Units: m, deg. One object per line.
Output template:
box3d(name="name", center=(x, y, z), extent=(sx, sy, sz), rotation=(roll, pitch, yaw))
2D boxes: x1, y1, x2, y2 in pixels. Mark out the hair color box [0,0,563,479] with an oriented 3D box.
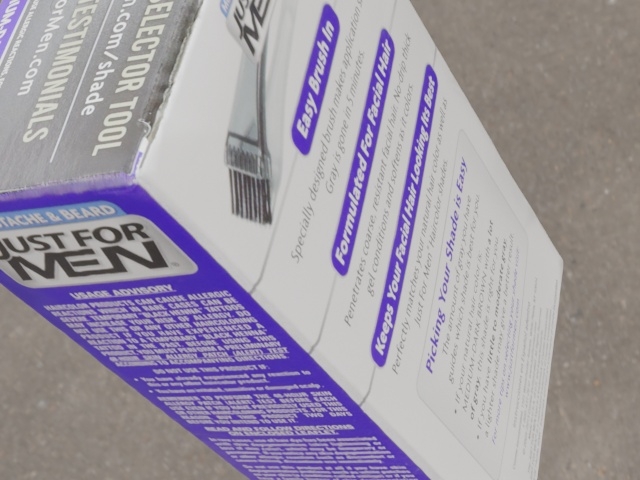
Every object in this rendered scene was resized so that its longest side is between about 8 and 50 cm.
box3d(name="hair color box", center=(0.000, 0.000, 0.518), extent=(0.110, 0.339, 0.185), rotation=(-5, 54, 28))
